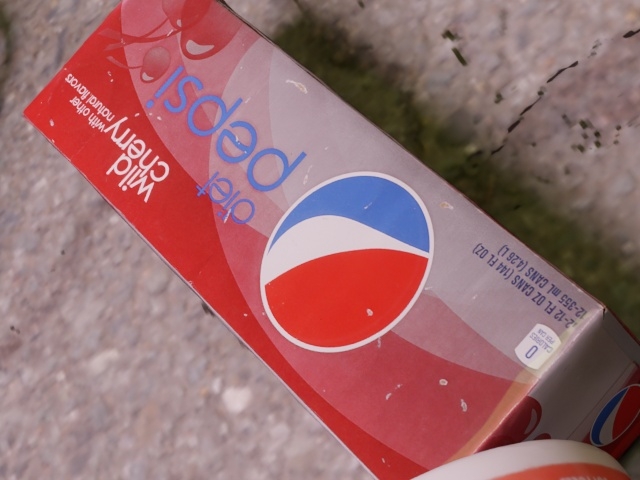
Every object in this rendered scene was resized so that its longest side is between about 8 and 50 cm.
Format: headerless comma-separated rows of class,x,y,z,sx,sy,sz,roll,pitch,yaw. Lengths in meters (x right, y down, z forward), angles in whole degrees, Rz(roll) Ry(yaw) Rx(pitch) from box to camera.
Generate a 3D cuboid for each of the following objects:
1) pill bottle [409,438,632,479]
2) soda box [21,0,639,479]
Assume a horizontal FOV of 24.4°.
pill bottle,0.081,0.174,0.392,0.124,0.124,0.221,-37,54,11
soda box,0.000,0.000,0.552,0.092,0.083,0.263,-49,51,1
